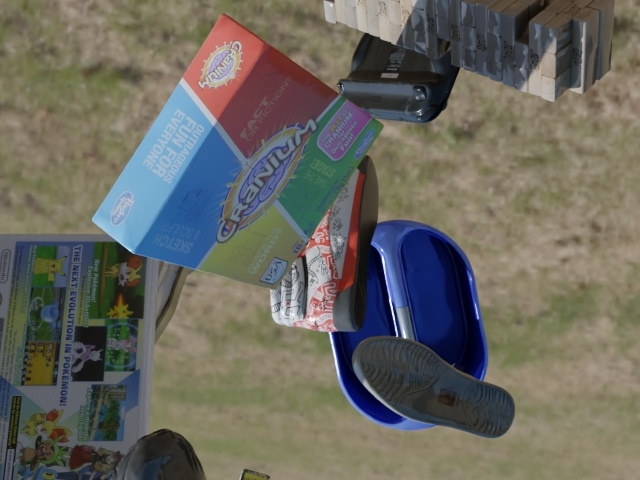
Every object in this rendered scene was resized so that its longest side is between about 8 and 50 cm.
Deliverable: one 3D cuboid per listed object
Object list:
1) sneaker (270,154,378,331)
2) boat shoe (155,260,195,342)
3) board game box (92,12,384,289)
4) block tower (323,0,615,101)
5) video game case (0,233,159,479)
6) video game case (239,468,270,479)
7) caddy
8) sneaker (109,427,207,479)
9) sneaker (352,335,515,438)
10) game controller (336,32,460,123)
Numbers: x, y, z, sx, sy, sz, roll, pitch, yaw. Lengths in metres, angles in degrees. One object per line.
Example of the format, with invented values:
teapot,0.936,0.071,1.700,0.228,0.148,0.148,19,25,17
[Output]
sneaker,0.000,0.000,1.662,0.145,0.270,0.090,0,159,20
boat shoe,-0.247,0.064,1.561,0.103,0.302,0.113,36,137,-16
board game box,-0.074,-0.078,1.228,0.064,0.242,0.316,36,-173,24
block tower,0.155,-0.258,1.275,0.335,0.091,0.097,25,139,33
video game case,-0.341,0.143,1.302,0.299,0.329,0.036,0,153,-1
video game case,-0.109,0.418,1.327,0.041,0.232,0.210,16,-160,-6
caddy,0.132,0.128,1.818,0.241,0.341,0.179,-12,-168,2
sneaker,-0.100,0.300,0.989,0.130,0.286,0.109,0,-164,41
sneaker,0.108,0.172,1.334,0.222,0.083,0.118,28,166,-26
game controller,0.133,-0.282,1.916,0.067,0.166,0.319,32,173,-28
